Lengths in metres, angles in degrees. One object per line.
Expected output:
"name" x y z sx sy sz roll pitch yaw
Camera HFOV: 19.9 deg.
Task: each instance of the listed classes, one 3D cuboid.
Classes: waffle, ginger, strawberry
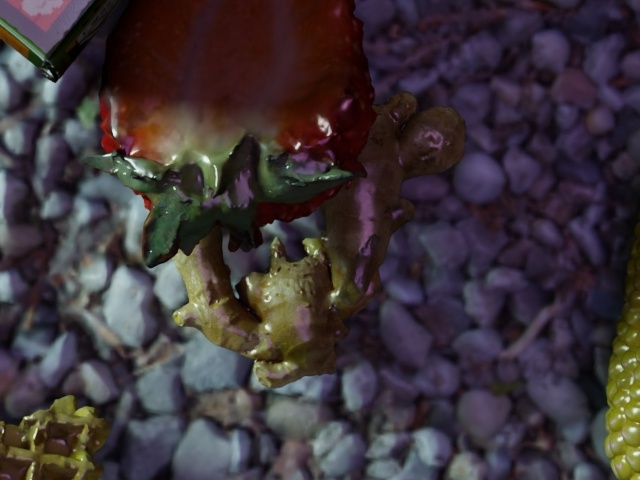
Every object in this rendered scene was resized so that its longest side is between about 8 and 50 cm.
"waffle" -0.226 0.110 1.089 0.194 0.051 0.149 45 54 -3
"ginger" 0.000 0.000 1.136 0.193 0.052 0.176 -5 94 -2
"strawberry" -0.056 -0.104 1.094 0.174 0.098 0.228 -13 63 6

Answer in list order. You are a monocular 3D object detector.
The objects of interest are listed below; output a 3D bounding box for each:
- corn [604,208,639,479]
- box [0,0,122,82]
"corn" 0.253 0.031 1.141 0.130 0.130 0.347 8 90 -10
"box" -0.145 -0.211 1.032 0.148 0.177 0.195 40 86 -11
